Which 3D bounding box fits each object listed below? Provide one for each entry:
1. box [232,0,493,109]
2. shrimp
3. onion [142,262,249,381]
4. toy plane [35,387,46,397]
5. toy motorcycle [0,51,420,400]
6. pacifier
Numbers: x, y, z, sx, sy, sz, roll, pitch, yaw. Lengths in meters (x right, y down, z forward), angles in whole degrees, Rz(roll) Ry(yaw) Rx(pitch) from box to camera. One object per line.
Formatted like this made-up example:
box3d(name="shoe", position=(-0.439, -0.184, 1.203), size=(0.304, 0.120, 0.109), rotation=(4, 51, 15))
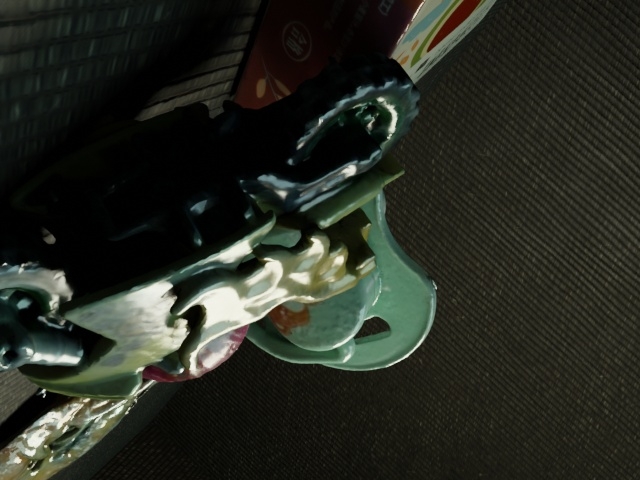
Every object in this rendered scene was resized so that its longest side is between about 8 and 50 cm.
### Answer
box3d(name="box", position=(0.109, -0.278, 0.693), size=(0.344, 0.122, 0.385), rotation=(-45, 176, -30))
box3d(name="shrimp", position=(-0.366, 0.251, 1.153), size=(0.445, 0.110, 0.221), rotation=(-43, 168, -4))
box3d(name="onion", position=(-0.161, 0.068, 0.859), size=(0.177, 0.177, 0.153), rotation=(-49, 166, 30))
box3d(name="toy plane", position=(-0.258, 0.076, 0.757), size=(0.145, 0.060, 0.037), rotation=(-63, -176, -29))
box3d(name="toy motorcycle", position=(-0.104, 0.003, 0.604), size=(0.410, 0.169, 0.237), rotation=(-28, 159, -10))
box3d(name="pacifier", position=(0.000, 0.000, 0.976), size=(0.288, 0.344, 0.269), rotation=(-15, -160, 28))
